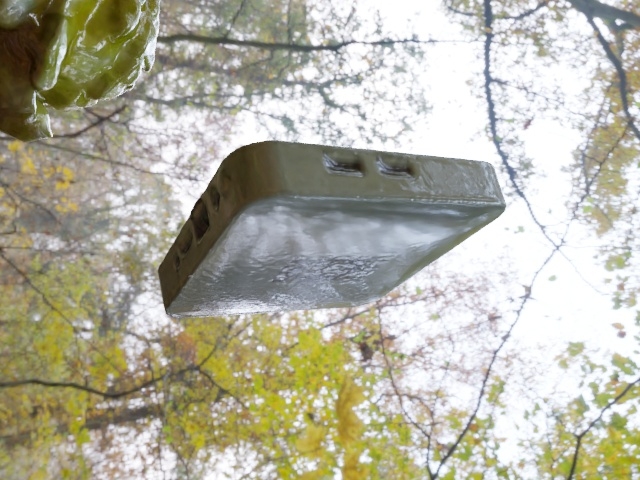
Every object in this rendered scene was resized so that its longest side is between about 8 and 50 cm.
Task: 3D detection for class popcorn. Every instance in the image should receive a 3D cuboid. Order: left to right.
[{"bbox_3d":[-0.256,-0.221,0.527,0.237,0.205,0.251,99,-5,-72],"label":"popcorn"}]

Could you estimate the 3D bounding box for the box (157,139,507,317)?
[{"bbox_3d":[0.000,0.000,0.783,0.367,0.373,0.090,-44,-129,51],"label":"box"}]
